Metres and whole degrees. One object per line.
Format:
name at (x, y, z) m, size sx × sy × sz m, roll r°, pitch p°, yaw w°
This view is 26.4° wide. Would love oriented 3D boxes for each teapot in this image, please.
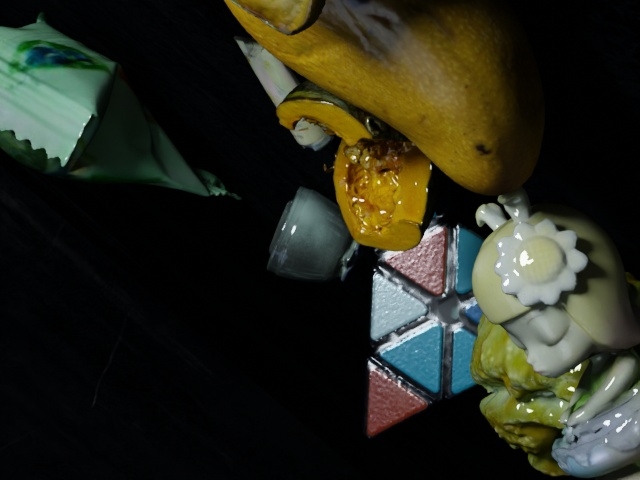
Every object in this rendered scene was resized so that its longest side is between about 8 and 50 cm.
teapot at (-0.004, 0.008, 1.644) m, size 0.108 × 0.111 × 0.149 m, roll 23°, pitch 160°, yaw 0°

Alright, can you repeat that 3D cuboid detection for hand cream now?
hand cream at (-0.034, -0.147, 1.362) m, size 0.061 × 0.039 × 0.143 m, roll 23°, pitch 155°, yaw 53°

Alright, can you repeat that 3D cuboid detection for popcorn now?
popcorn at (0.242, 0.115, 1.235) m, size 0.204 × 0.183 × 0.221 m, roll 31°, pitch 158°, yaw -34°

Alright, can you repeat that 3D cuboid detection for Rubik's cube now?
Rubik's cube at (0.175, 0.102, 1.409) m, size 0.234 × 0.250 × 0.284 m, roll 2°, pitch 141°, yaw 35°

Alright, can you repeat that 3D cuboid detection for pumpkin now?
pumpkin at (0.048, -0.088, 1.196) m, size 0.119 × 0.107 × 0.183 m, roll 16°, pitch 148°, yaw 40°

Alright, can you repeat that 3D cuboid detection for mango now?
mango at (0.049, -0.157, 0.953) m, size 0.295 × 0.120 × 0.177 m, roll 37°, pitch 159°, yaw -4°

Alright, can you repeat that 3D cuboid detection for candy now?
candy at (-0.292, -0.143, 1.768) m, size 0.263 × 0.172 × 0.398 m, roll 35°, pitch 179°, yaw 28°

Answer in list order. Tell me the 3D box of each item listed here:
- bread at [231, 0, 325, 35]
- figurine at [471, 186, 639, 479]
bread at (-0.029, -0.244, 0.801) m, size 0.161 × 0.088 × 0.233 m, roll 41°, pitch 134°, yaw 17°
figurine at (0.257, 0.118, 1.056) m, size 0.394 × 0.274 × 0.226 m, roll 55°, pitch 166°, yaw 1°
